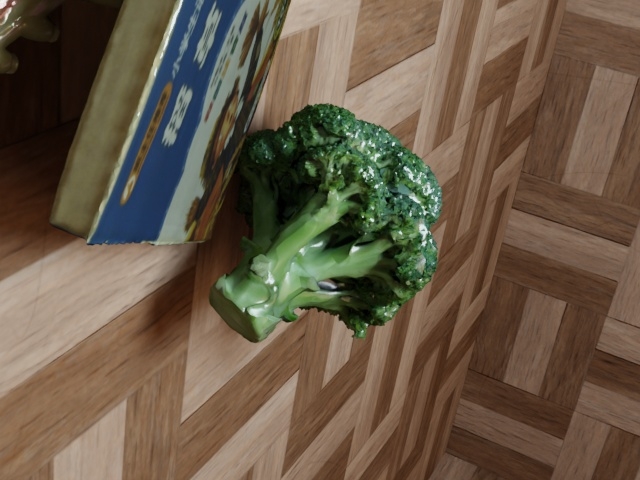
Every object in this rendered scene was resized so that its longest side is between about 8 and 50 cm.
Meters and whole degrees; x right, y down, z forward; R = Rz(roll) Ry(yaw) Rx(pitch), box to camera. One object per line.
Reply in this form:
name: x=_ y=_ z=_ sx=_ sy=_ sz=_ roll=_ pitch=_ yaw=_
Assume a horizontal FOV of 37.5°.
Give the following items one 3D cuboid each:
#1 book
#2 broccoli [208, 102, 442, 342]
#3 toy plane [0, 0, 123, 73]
book: x=-0.085 y=-0.140 z=0.733 sx=0.428 sy=0.039 sz=0.299 roll=-8 pitch=118 yaw=-88
broccoli: x=0.000 y=0.000 z=0.980 sx=0.270 sy=0.270 sz=0.270 roll=-45 pitch=150 yaw=-30
toy plane: x=-0.180 y=-0.177 z=0.534 sx=0.256 sy=0.104 sz=0.241 roll=-1 pitch=108 yaw=-69
